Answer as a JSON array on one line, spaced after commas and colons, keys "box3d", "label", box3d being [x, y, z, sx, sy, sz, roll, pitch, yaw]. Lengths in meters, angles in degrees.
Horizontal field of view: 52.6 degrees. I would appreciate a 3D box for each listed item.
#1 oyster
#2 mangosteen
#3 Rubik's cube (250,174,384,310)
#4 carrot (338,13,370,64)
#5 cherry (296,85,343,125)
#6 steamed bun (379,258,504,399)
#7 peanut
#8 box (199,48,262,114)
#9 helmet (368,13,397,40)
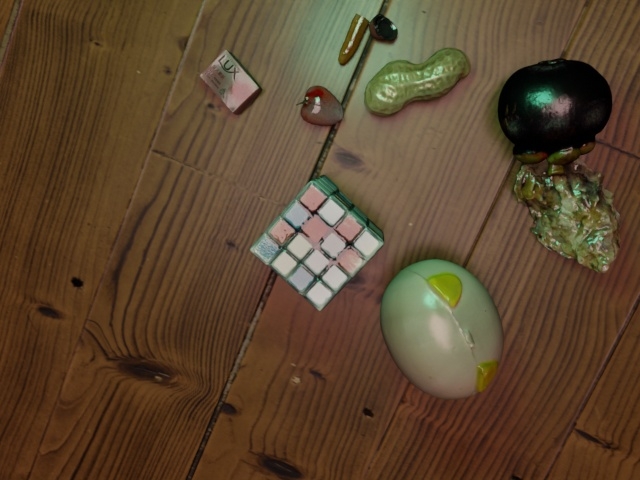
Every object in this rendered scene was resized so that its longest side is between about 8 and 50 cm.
[{"box3d": [0.682, -0.074, 1.739, 0.237, 0.115, 0.351, -25, 79, 9], "label": "oyster"}, {"box3d": [0.596, -0.307, 1.655, 0.274, 0.275, 0.302, -6, 110, 7], "label": "mangosteen"}, {"box3d": [0.001, 0.000, 1.757, 0.253, 0.259, 0.256, 43, 100, 1], "label": "Rubik's cube"}, {"box3d": [0.088, -0.548, 1.782, 0.048, 0.048, 0.139, 25, 102, 3], "label": "carrot"}, {"box3d": [-0.002, -0.366, 1.795, 0.126, 0.087, 0.106, 41, 94, -19], "label": "cherry"}, {"box3d": [0.321, 0.235, 1.719, 0.333, 0.334, 0.374, -27, 97, 9], "label": "steamed bun"}, {"box3d": [0.256, -0.431, 1.741, 0.298, 0.120, 0.136, -17, 100, 6], "label": "peanut"}, {"box3d": [-0.251, -0.445, 1.826, 0.111, 0.060, 0.156, -42, 92, 9], "label": "box"}, {"box3d": [0.164, -0.573, 1.766, 0.084, 0.049, 0.065, 32, 67, -25], "label": "helmet"}]
